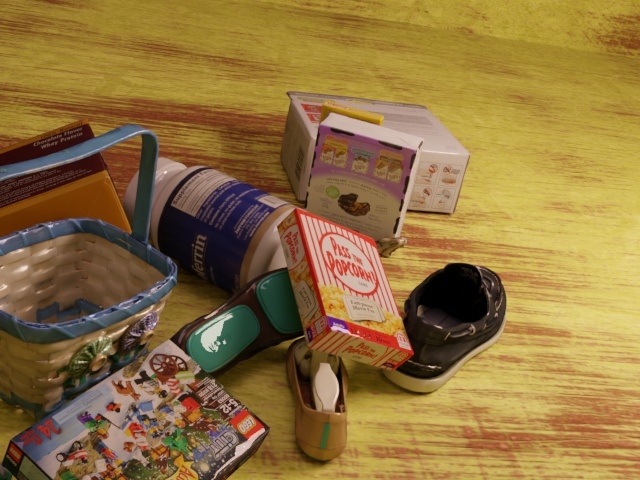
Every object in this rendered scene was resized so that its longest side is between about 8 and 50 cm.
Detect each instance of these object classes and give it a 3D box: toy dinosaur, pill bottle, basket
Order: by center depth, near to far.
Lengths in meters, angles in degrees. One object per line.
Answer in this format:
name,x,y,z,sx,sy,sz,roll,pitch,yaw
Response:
basket,-0.281,0.028,0.985,0.201,0.289,0.254,21,31,29
pill bottle,-0.150,-0.019,1.278,0.264,0.153,0.153,25,30,25
toy dinosaur,0.000,0.000,1.410,0.268,0.064,0.118,15,21,11

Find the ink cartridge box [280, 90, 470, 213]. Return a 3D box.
ink cartridge box,0.091,-0.176,1.699,0.309,0.130,0.272,4,27,-15

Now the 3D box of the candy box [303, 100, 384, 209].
candy box,0.037,-0.130,1.506,0.105,0.206,0.027,17,31,12

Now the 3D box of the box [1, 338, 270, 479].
box,-0.180,0.210,0.903,0.159,0.044,0.233,38,34,14

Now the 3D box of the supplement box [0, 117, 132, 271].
supplement box,-0.371,-0.044,1.194,0.191,0.129,0.194,-22,36,-11

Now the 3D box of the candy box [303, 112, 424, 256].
candy box,0.066,-0.092,1.454,0.164,0.196,0.070,17,28,10

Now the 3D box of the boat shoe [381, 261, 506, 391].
boat shoe,0.193,0.089,1.252,0.127,0.113,0.340,26,30,26

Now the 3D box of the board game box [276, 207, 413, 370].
board game box,0.029,0.062,1.123,0.146,0.045,0.194,20,39,-39

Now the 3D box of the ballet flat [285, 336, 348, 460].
ballet flat,0.003,0.167,1.070,0.080,0.073,0.232,4,28,-10

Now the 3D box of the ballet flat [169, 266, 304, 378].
ballet flat,-0.093,0.102,1.128,0.280,0.095,0.096,-21,-3,-42

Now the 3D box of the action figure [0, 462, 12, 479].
action figure,-0.388,0.209,0.855,0.232,0.064,0.137,22,26,12
